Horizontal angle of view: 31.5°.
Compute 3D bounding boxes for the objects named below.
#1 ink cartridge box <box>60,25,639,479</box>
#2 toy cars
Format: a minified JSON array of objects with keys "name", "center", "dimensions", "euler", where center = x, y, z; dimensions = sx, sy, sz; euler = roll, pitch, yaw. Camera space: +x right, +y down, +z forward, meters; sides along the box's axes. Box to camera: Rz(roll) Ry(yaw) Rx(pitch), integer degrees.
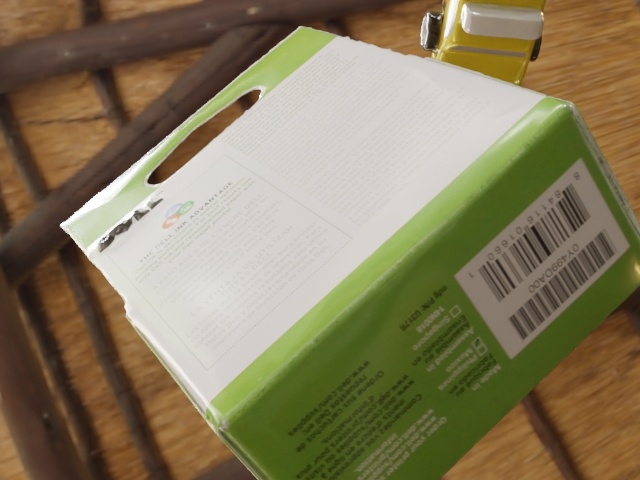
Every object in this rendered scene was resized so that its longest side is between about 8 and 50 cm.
[{"name":"ink cartridge box","center":[0.000,0.000,0.552],"dimensions":[0.097,0.189,0.255],"euler":[53,-9,-30]},{"name":"toy cars","center":[0.222,-0.248,0.882],"dimensions":[0.393,0.176,0.087],"euler":[-35,-148,26]}]
